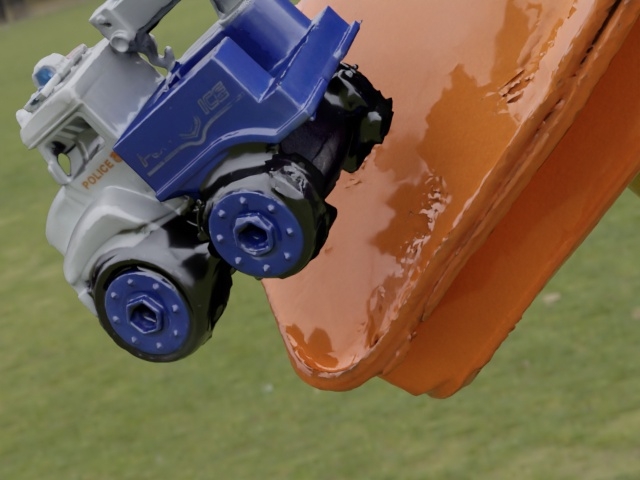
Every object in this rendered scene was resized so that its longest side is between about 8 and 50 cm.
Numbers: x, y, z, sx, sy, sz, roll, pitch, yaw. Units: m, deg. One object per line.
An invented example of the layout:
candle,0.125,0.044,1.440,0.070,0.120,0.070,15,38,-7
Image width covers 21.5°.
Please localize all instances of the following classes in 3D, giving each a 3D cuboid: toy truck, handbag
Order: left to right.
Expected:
toy truck,-0.076,-0.056,0.955,0.213,0.177,0.161,-37,16,34
handbag,0.080,-0.123,1.047,0.116,0.410,0.303,7,41,-36

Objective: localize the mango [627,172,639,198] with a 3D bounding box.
mango,0.355,-0.153,1.717,0.173,0.317,0.211,-8,29,47
